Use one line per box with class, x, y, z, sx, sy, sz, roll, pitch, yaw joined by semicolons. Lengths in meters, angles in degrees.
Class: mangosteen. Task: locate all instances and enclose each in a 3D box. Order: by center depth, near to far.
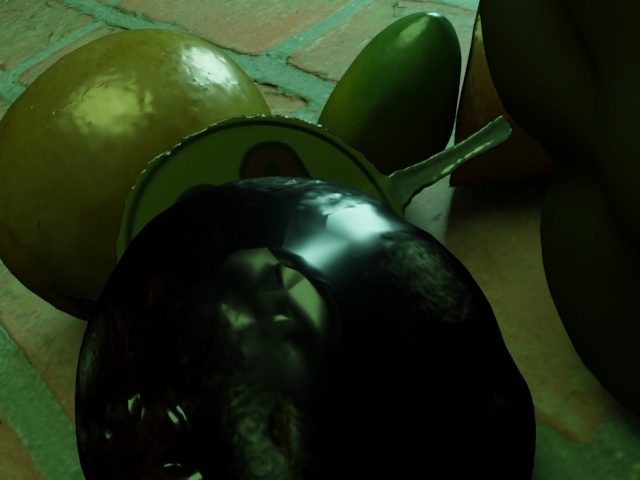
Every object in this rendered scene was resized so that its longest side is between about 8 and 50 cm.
mangosteen;0.001;0.098;0.510;0.287;0.287;0.233;7;74;35

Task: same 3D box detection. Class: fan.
fan;0.000;0.000;0.642;0.335;0.229;0.011;-30;5;-4

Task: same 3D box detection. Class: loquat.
loquat;-0.157;-0.055;0.756;0.263;0.263;0.263;-15;36;11

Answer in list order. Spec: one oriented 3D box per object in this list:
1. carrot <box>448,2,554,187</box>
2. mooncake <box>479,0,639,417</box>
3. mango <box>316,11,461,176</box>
carrot;0.257;-0.168;0.715;0.331;0.214;0.193;-5;10;19
mooncake;0.244;-0.063;0.379;0.262;0.467;0.467;-21;36;-1
mango;0.052;-0.097;0.733;0.137;0.237;0.091;-42;73;-10
